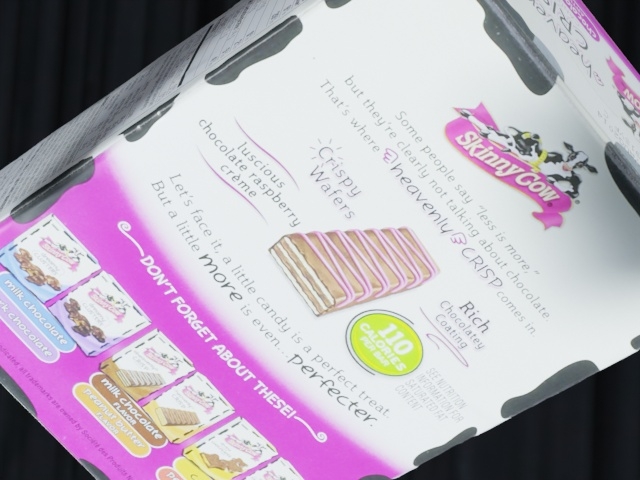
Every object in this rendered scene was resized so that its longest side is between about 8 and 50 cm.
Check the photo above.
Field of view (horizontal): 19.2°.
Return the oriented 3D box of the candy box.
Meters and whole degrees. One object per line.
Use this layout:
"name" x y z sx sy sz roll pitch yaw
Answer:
"candy box" 0.000 0.000 0.646 0.233 0.071 0.159 -31 112 27
